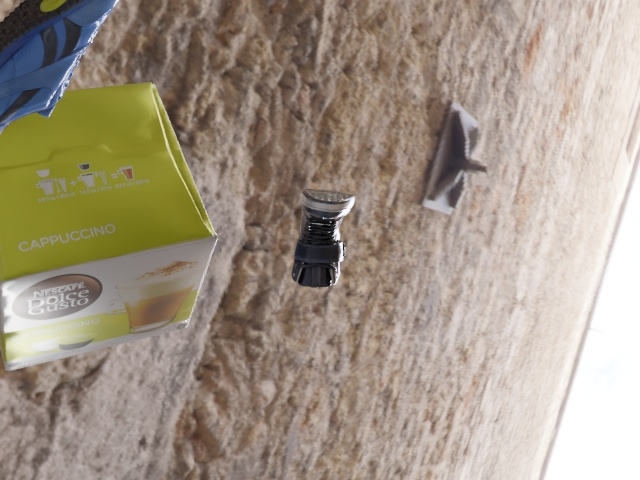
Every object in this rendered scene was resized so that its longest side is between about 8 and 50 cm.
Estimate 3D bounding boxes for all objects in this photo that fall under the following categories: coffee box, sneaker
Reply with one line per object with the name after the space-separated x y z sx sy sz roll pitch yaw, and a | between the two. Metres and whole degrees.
-0.414 -0.026 1.364 0.338 0.337 0.334 65 -29 23 | coffee box
-0.257 -0.174 0.743 0.209 0.082 0.069 -42 -133 -6 | sneaker
0.002 0.000 1.266 0.086 0.226 0.164 7 -87 -1 | sneaker
